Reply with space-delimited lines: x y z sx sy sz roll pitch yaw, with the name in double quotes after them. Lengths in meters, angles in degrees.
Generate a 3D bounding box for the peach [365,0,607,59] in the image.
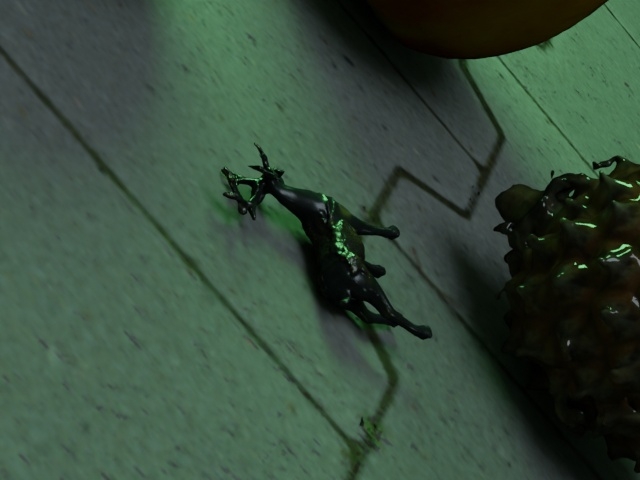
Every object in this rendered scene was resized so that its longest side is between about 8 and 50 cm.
0.112 -0.250 1.068 0.238 0.281 0.281 43 26 -22 "peach"

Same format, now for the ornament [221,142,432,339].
0.000 0.000 0.825 0.125 0.028 0.073 33 30 -41 "ornament"

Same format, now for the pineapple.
0.170 0.032 0.939 0.193 0.166 0.166 38 21 15 "pineapple"
